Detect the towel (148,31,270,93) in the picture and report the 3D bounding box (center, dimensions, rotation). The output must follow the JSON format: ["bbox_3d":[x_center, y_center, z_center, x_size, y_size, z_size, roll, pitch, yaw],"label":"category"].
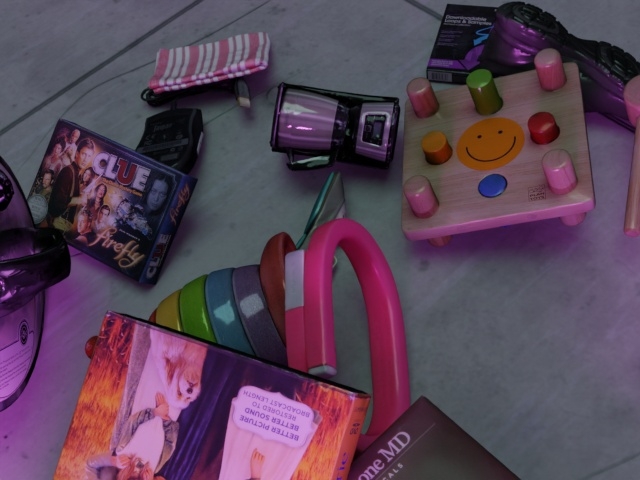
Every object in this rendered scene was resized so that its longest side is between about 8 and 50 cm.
[{"bbox_3d":[-0.179,-0.295,1.541,0.197,0.029,0.144,-12,32,4],"label":"towel"}]

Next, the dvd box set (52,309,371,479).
[{"bbox_3d":[-0.151,0.314,0.976,0.307,0.062,0.421,16,86,22],"label":"dvd box set"}]

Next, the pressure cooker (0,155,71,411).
[{"bbox_3d":[-0.530,0.054,1.161,0.420,0.376,0.370,-6,50,6],"label":"pressure cooker"}]

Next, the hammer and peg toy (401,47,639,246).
[{"bbox_3d":[0.284,-0.129,1.263,0.361,0.127,0.266,-9,52,20],"label":"hammer and peg toy"}]

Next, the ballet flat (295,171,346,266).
[{"bbox_3d":[0.000,0.000,1.310,0.068,0.072,0.213,30,61,-3],"label":"ballet flat"}]

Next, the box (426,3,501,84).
[{"bbox_3d":[0.243,-0.315,1.515,0.116,0.029,0.162,8,54,16],"label":"box"}]

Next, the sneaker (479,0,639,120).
[{"bbox_3d":[0.367,-0.238,1.392,0.286,0.130,0.109,31,39,5],"label":"sneaker"}]

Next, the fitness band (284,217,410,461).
[{"bbox_3d":[0.038,0.113,1.115,0.054,0.209,0.291,-18,58,29],"label":"fitness band"}]

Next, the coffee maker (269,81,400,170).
[{"bbox_3d":[0.025,-0.174,1.379,0.178,0.120,0.171,9,28,2],"label":"coffee maker"}]

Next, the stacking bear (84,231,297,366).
[{"bbox_3d":[-0.149,0.126,1.176,0.288,0.164,0.176,-21,94,8],"label":"stacking bear"}]

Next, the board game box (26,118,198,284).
[{"bbox_3d":[-0.310,-0.059,1.364,0.243,0.042,0.165,24,94,25],"label":"board game box"}]

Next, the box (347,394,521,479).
[{"bbox_3d":[0.180,0.359,0.956,0.191,0.143,0.381,-41,55,-18],"label":"box"}]

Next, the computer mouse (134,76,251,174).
[{"bbox_3d":[-0.192,-0.171,1.469,0.184,0.060,0.262,-13,41,6],"label":"computer mouse"}]
